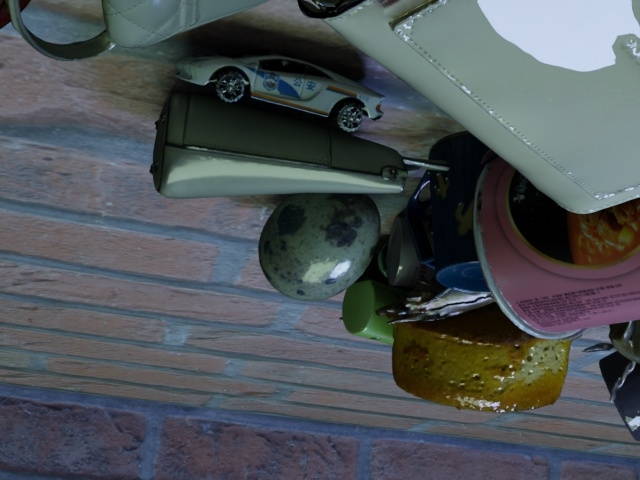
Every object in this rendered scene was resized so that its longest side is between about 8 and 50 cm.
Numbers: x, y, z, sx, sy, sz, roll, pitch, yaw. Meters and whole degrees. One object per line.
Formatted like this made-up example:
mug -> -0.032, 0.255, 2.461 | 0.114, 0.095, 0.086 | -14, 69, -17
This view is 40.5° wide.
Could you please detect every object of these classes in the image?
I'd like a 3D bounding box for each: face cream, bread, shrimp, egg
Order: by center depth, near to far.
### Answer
shrimp -> 0.176, 0.022, 1.082 | 0.251, 0.144, 0.052 | -24, 173, -6
egg -> 0.000, 0.000, 1.122 | 0.141, 0.141, 0.181 | 22, 134, -38
bread -> 0.212, 0.146, 1.183 | 0.268, 0.146, 0.268 | 7, -178, 0
face cream -> 0.205, 0.026, 1.203 | 0.214, 0.096, 0.096 | 6, 159, -6

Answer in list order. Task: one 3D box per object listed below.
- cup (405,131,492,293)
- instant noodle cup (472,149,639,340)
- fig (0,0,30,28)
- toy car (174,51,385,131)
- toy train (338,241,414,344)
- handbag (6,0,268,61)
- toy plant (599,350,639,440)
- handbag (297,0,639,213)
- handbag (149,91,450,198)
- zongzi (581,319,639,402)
cup -> 0.173, -0.023, 1.004 | 0.131, 0.155, 0.176 | 22, 151, -37
instant noodle cup -> 0.317, -0.021, 0.840 | 0.243, 0.244, 0.255 | 19, 162, -33
fig -> -0.237, -0.239, 0.520 | 0.249, 0.186, 0.204 | -31, 114, 34
toy car -> -0.037, -0.150, 0.832 | 0.204, 0.056, 0.095 | 13, -167, -15
toy train -> 0.132, 0.100, 1.322 | 0.253, 0.157, 0.105 | 19, 157, -39
handbag -> -0.102, -0.211, 0.544 | 0.219, 0.079, 0.256 | -31, 167, -21
toy plant -> 0.670, 0.187, 1.403 | 0.400, 0.185, 0.279 | -26, 157, 18
handbag -> 0.181, -0.163, 0.627 | 0.236, 0.160, 0.358 | -29, 143, 30
handbag -> -0.019, -0.075, 0.919 | 0.315, 0.109, 0.241 | 10, -176, -13
zongzi -> 0.459, 0.019, 1.159 | 0.467, 0.218, 0.500 | 46, 163, -13
